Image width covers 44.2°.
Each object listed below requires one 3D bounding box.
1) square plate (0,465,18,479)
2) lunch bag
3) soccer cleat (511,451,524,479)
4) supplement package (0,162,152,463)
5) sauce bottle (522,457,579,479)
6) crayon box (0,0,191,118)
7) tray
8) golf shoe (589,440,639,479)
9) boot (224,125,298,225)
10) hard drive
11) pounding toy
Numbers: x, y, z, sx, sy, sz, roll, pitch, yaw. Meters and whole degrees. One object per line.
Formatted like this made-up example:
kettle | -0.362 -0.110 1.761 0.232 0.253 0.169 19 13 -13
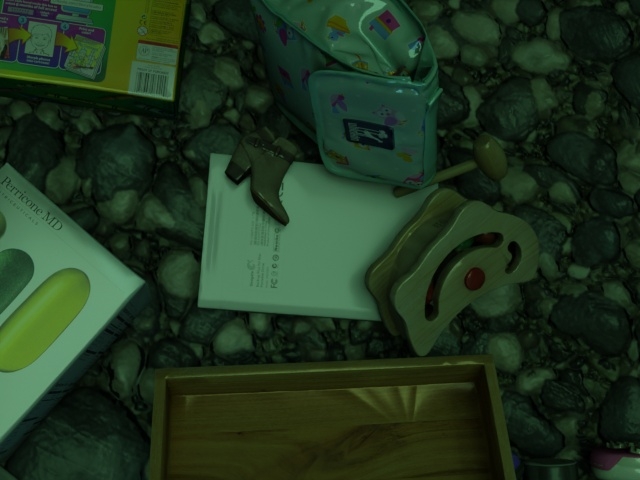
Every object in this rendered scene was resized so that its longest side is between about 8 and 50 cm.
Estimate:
square plate | -0.554 0.339 0.889 0.344 0.049 0.347 42 76 -2
lunch bag | 0.045 -0.196 0.950 0.160 0.223 0.262 -34 63 -13
soccer cleat | 0.102 0.308 0.986 0.318 0.108 0.116 -19 81 -10
supplement package | -0.353 0.091 0.886 0.199 0.198 0.262 41 77 -1
sauce bottle | 0.304 0.454 0.993 0.111 0.111 0.344 0 82 -10
crayon box | -0.314 -0.262 1.007 0.279 0.081 0.165 7 80 -9
tray | 0.011 0.250 0.931 0.411 0.076 0.202 -2 57 -3
golf shoe | 0.499 0.352 1.046 0.306 0.115 0.140 14 83 -7
boot | -0.060 -0.087 1.006 0.118 0.042 0.087 43 75 -1
hard drive | 0.000 0.000 1.044 0.308 0.040 0.203 5 81 -10
pounding toy | 0.167 0.009 1.017 0.269 0.155 0.154 -50 120 -4
